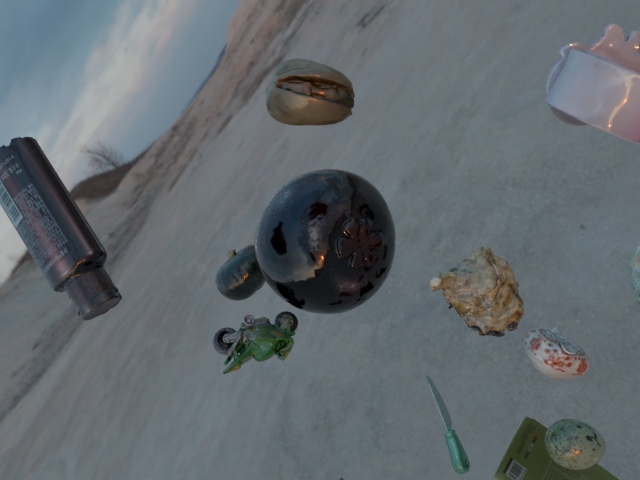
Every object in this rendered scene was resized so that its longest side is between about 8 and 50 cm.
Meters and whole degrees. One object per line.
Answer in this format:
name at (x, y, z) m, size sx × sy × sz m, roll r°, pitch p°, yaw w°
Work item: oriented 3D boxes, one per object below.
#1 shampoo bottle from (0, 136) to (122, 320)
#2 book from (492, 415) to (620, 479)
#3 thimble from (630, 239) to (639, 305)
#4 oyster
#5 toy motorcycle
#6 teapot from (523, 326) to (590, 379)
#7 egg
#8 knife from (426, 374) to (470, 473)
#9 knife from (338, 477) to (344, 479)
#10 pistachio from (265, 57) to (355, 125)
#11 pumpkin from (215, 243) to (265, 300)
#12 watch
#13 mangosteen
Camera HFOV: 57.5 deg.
shampoo bottle at (-0.457, -0.016, 1.006) m, size 0.129 × 0.323 × 0.084 m, roll -39°, pitch -8°, yaw 21°
book at (0.616, 0.619, 1.436) m, size 0.239 × 0.352 × 0.035 m, roll -36°, pitch -28°, yaw -43°
thimble at (0.921, 0.075, 1.404) m, size 0.291 × 0.195 × 0.292 m, roll -36°, pitch 47°, yaw 53°
oyster at (0.289, 0.093, 1.047) m, size 0.081 × 0.191 × 0.163 m, roll 137°, pitch 130°, yaw -79°
toy motorcycle at (-0.127, 0.213, 1.227) m, size 0.074 × 0.190 × 0.106 m, roll 111°, pitch 140°, yaw -56°
teapot at (0.581, 0.274, 1.442) m, size 0.245 × 0.159 × 0.116 m, roll -47°, pitch -31°, yaw -73°
egg at (0.448, 0.358, 1.024) m, size 0.085 × 0.110 × 0.085 m, roll -171°, pitch 90°, yaw -67°
knife at (0.337, 0.482, 1.543) m, size 0.034 × 0.063 × 0.260 m, roll -28°, pitch 69°, yaw 32°
knife at (0.147, 0.678, 1.335) m, size 0.043 × 0.365 × 0.089 m, roll -34°, pitch 14°, yaw 31°
pistachio at (-0.018, -0.232, 0.938) m, size 0.113 × 0.149 × 0.113 m, roll 17°, pitch -90°, yaw -86°
pumpkin at (-0.200, 0.082, 1.535) m, size 0.167 × 0.125 × 0.167 m, roll -61°, pitch 3°, yaw 5°
watch at (0.543, -0.273, 1.042) m, size 0.231 × 0.244 × 0.196 m, roll -79°, pitch 10°, yaw -66°
mangosteen at (0.000, 0.000, 1.256) m, size 0.307 × 0.307 × 0.347 m, roll -61°, pitch 23°, yaw -10°
